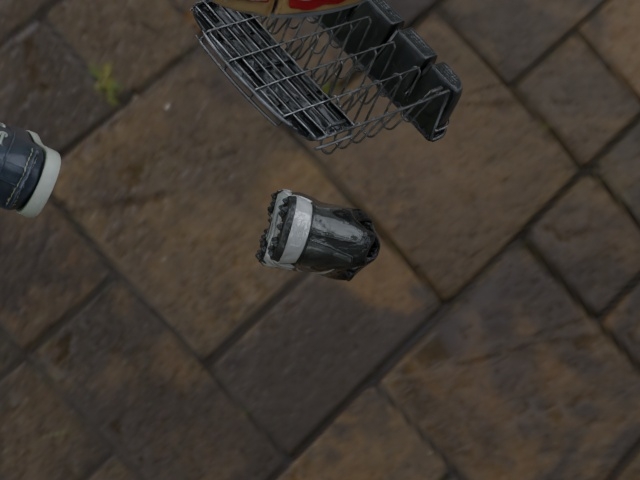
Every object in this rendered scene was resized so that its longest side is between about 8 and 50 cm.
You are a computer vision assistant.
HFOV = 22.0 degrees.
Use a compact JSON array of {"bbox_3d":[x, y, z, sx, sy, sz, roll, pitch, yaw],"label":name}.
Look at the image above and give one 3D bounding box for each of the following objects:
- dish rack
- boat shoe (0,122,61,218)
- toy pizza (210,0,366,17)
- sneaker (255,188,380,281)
[{"bbox_3d":[0.001,-0.169,1.587,0.208,0.074,0.271,47,39,17],"label":"dish rack"},{"bbox_3d":[-0.322,-0.073,1.600,0.079,0.254,0.095,26,91,-24],"label":"boat shoe"},{"bbox_3d":[-0.012,-0.212,1.096,0.201,0.201,0.032,7,53,-19],"label":"toy pizza"},{"bbox_3d":[0.000,0.000,1.550,0.106,0.234,0.078,15,91,-7],"label":"sneaker"}]
